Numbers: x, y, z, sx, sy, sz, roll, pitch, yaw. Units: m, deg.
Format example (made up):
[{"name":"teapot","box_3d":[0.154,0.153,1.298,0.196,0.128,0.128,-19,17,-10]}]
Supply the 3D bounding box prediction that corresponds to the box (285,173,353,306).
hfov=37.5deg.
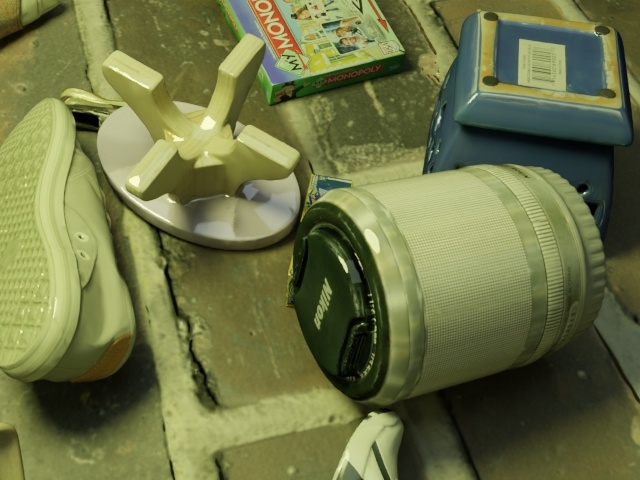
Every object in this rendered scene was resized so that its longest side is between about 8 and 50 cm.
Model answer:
[{"name":"box","box_3d":[0.000,0.000,1.123,0.054,0.059,0.169,10,48,2]}]

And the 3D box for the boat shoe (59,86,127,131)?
[{"name":"boat shoe","box_3d":[-0.281,-0.159,1.258,0.152,0.056,0.049,15,63,9]}]

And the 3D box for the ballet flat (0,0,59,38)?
[{"name":"ballet flat","box_3d":[-0.444,-0.404,1.434,0.106,0.107,0.316,7,49,-7]}]

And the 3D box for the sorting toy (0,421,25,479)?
[{"name":"sorting toy","box_3d":[-0.338,0.267,0.783,0.193,0.208,0.038,-9,7,-11]}]

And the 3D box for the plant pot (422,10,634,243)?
[{"name":"plant pot","box_3d":[0.257,-0.144,1.168,0.236,0.212,0.236,9,48,3]}]

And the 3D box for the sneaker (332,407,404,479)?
[{"name":"sneaker","box_3d":[0.069,0.275,0.862,0.153,0.094,0.235,24,44,8]}]

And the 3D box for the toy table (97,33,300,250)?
[{"name":"toy table","box_3d":[-0.147,-0.113,1.122,0.274,0.161,0.252,19,61,4]}]

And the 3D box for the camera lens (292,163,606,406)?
[{"name":"camera lens","box_3d":[0.123,0.040,0.974,0.274,0.219,0.219,-11,49,-25]}]

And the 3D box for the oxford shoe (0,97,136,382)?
[{"name":"oxford shoe","box_3d":[-0.300,-0.004,1.073,0.130,0.169,0.449,30,24,-38]}]

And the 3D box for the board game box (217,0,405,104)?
[{"name":"board game box","box_3d":[-0.036,-0.357,1.414,0.214,0.046,0.317,-17,62,-19]}]
